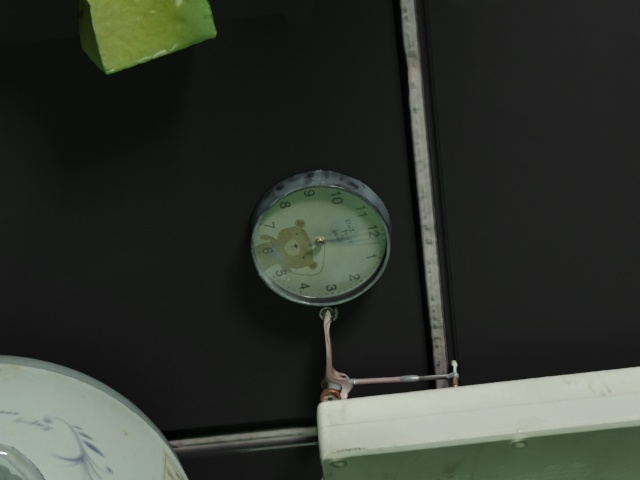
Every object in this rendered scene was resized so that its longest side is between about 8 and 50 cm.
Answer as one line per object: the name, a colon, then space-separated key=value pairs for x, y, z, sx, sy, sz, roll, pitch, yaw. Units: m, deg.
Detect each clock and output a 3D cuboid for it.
clock: x=0.000 y=0.000 z=1.148 sx=0.085 sy=0.017 sz=0.085 roll=-1 pitch=120 yaw=-1

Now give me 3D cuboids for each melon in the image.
melon: x=-0.151 y=-0.155 z=1.029 sx=0.209 sy=0.064 sz=0.118 roll=33 pitch=114 yaw=-21

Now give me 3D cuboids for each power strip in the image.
power strip: x=0.175 y=0.119 z=1.189 sx=0.367 sy=0.043 sz=0.106 roll=-6 pitch=144 yaw=2

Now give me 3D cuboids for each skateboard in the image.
skateboard: x=0.041 y=0.067 z=1.184 sx=0.083 sy=0.032 sz=0.063 roll=-1 pitch=110 yaw=2

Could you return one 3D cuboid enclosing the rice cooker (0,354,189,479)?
rice cooker: x=-0.193 y=0.224 z=1.114 sx=0.264 sy=0.316 sz=0.316 roll=4 pitch=120 yaw=-4
